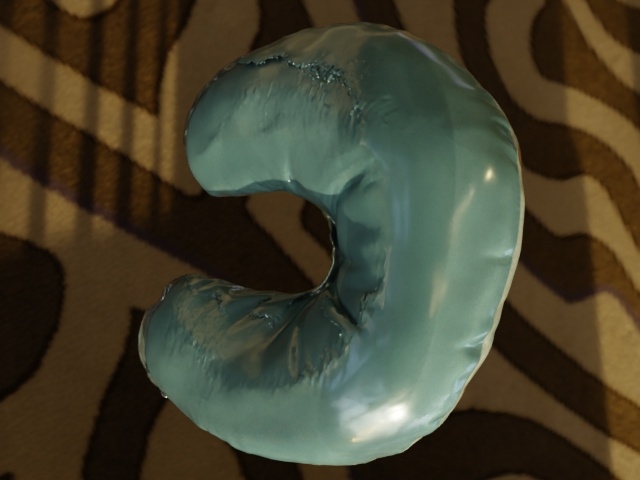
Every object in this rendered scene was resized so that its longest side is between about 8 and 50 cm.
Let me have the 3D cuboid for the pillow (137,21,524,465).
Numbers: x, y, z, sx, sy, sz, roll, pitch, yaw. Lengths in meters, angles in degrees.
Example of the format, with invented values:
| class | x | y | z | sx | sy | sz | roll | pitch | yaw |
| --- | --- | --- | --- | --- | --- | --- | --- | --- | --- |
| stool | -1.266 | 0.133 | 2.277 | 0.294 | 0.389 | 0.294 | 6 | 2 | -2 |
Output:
| class | x | y | z | sx | sy | sz | roll | pitch | yaw |
| --- | --- | --- | --- | --- | --- | --- | --- | --- | --- |
| pillow | 0.000 | 0.000 | 0.652 | 0.086 | 0.214 | 0.233 | 6 | 94 | -60 |
